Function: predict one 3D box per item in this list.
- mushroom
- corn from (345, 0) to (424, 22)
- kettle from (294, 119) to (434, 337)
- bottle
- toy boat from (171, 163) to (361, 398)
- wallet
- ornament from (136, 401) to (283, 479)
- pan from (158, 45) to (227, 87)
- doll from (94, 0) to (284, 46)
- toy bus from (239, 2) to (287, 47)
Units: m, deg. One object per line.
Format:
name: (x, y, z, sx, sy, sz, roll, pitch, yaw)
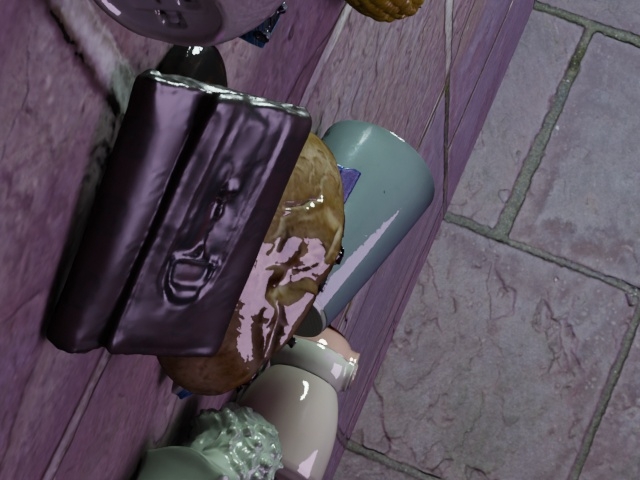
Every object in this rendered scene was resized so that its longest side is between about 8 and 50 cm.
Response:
mushroom: (-0.079, -0.014, 1.106, 0.151, 0.156, 0.286, 54, 49, -47)
corn: (0.060, -0.283, 1.299, 0.261, 0.097, 0.097, -17, 128, -75)
kettle: (0.000, 0.000, 1.505, 0.243, 0.160, 0.210, -54, -168, -29)
bottle: (-0.033, 0.216, 1.683, 0.147, 0.147, 0.237, 89, 22, -64)
toy boat: (-0.074, 0.035, 1.271, 0.295, 0.088, 0.129, -60, -162, 1)
wallet: (-0.106, -0.011, 0.951, 0.182, 0.049, 0.229, 6, 112, -49)
ornament: (-0.130, 0.266, 1.350, 0.285, 0.130, 0.120, -39, 136, -68)
pan: (-0.125, -0.061, 0.972, 0.115, 0.040, 0.212, 57, 55, -71)
doll: (-0.051, -0.257, 0.728, 0.151, 0.151, 0.287, 83, 23, -68)
toy bus: (-0.055, -0.201, 1.025, 0.083, 0.046, 0.038, 93, 21, -65)
